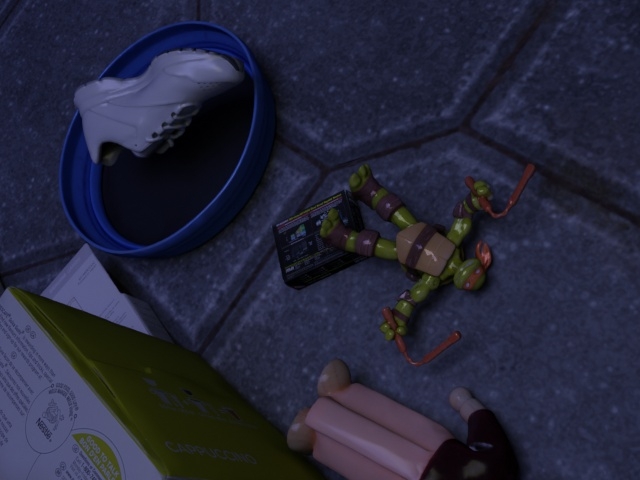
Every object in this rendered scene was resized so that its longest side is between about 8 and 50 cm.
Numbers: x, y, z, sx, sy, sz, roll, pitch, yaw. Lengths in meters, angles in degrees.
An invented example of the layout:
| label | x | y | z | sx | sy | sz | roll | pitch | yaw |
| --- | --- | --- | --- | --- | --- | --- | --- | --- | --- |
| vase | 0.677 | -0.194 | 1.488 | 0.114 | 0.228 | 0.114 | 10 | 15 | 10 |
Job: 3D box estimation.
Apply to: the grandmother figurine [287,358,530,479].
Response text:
| label | x | y | z | sx | sy | sz | roll | pitch | yaw |
| --- | --- | --- | --- | --- | --- | --- | --- | --- | --- |
| grandmother figurine | 0.123 | 0.252 | 0.893 | 0.342 | 0.104 | 0.208 | 17 | 75 | 36 |

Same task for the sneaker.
| label | x | y | z | sx | sy | sz | roll | pitch | yaw |
| --- | --- | --- | --- | --- | --- | --- | --- | --- | --- |
| sneaker | -0.229 | -0.192 | 1.219 | 0.297 | 0.111 | 0.129 | -15 | 79 | 31 |

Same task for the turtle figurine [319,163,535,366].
| label | x | y | z | sx | sy | sz | roll | pitch | yaw |
| --- | --- | --- | --- | --- | --- | --- | --- | --- | --- |
| turtle figurine | 0.123 | -0.005 | 1.006 | 0.217 | 0.087 | 0.269 | 32 | 96 | 22 |

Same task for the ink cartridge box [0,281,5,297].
| label | x | y | z | sx | sy | sz | roll | pitch | yaw |
| --- | --- | --- | --- | --- | --- | --- | --- | --- | --- |
| ink cartridge box | -0.712 | 0.192 | 1.400 | 0.395 | 0.166 | 0.285 | -45 | 54 | 9 |

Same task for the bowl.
| label | x | y | z | sx | sy | sz | roll | pitch | yaw |
| --- | --- | --- | --- | --- | --- | --- | --- | --- | --- |
| bowl | -0.239 | -0.153 | 1.304 | 0.391 | 0.077 | 0.391 | -12 | 65 | 28 |

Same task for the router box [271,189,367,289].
| label | x | y | z | sx | sy | sz | roll | pitch | yaw |
| --- | --- | --- | --- | --- | --- | --- | --- | --- | --- |
| router box | 0.000 | 0.000 | 1.114 | 0.122 | 0.038 | 0.092 | -25 | 60 | 21 |

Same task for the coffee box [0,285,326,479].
| label | x | y | z | sx | sy | sz | roll | pitch | yaw |
| --- | --- | --- | --- | --- | --- | --- | --- | --- | --- |
| coffee box | -0.243 | 0.310 | 0.950 | 0.338 | 0.337 | 0.334 | 36 | 92 | 38 |

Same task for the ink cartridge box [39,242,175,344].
| label | x | y | z | sx | sy | sz | roll | pitch | yaw |
| --- | --- | --- | --- | --- | --- | --- | --- | --- | --- |
| ink cartridge box | -0.369 | 0.194 | 1.248 | 0.296 | 0.066 | 0.261 | -48 | 54 | 6 |
